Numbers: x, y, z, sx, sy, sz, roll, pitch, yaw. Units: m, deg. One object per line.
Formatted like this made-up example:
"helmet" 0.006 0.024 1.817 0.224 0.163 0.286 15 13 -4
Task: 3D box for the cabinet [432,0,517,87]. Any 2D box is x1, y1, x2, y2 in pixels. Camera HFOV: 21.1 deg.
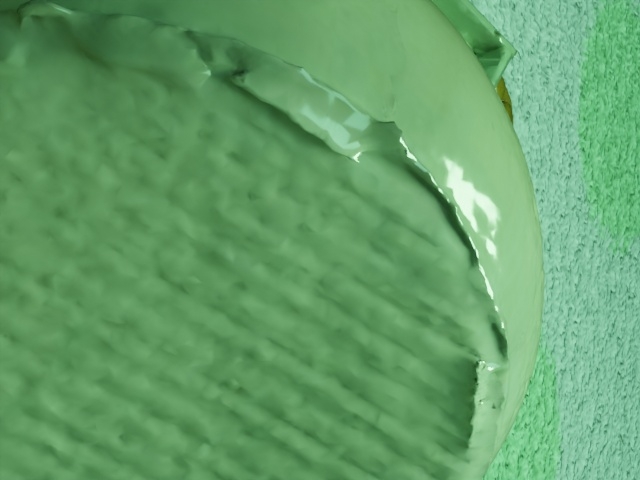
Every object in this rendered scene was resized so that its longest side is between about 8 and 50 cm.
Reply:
"cabinet" -0.019 -0.066 0.988 0.150 0.206 0.145 45 46 -14

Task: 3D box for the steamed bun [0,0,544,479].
"steamed bun" -0.084 -0.003 0.789 0.241 0.374 0.374 -86 160 -55

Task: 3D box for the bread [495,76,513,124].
"bread" 0.143 -0.104 1.512 0.110 0.024 0.110 -7 98 -62
